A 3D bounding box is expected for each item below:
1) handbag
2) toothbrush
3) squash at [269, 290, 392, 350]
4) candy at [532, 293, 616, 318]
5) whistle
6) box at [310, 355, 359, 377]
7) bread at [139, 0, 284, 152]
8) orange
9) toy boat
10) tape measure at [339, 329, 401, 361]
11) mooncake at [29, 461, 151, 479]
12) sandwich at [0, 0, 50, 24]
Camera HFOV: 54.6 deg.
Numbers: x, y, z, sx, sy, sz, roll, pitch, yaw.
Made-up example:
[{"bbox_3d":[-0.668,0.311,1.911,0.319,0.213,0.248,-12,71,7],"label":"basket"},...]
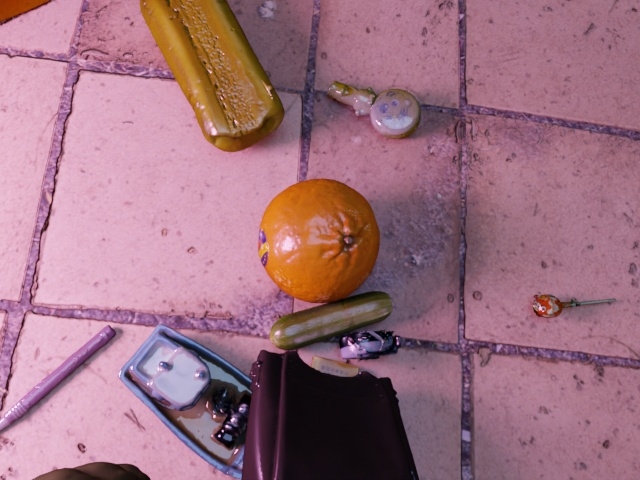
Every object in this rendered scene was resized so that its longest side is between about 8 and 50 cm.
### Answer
[{"bbox_3d":[0.015,0.305,0.946,0.285,0.113,0.257,17,51,-28],"label":"handbag"},{"bbox_3d":[-0.479,0.265,1.008,0.354,0.029,0.024,-43,95,-19],"label":"toothbrush"},{"bbox_3d":[0.019,0.141,1.102,0.228,0.066,0.066,-15,74,-13],"label":"squash"},{"bbox_3d":[0.491,0.121,1.190,0.184,0.049,0.055,-4,28,-16],"label":"candy"},{"bbox_3d":[0.109,-0.273,1.269,0.198,0.057,0.104,21,75,8],"label":"whistle"},{"bbox_3d":[0.010,0.286,1.074,0.089,0.022,0.156,13,70,-2],"label":"box"},{"bbox_3d":[-0.212,-0.346,1.213,0.166,0.112,0.384,-25,77,-13],"label":"bread"},{"bbox_3d":[-0.001,-0.001,1.089,0.219,0.193,0.219,11,61,-21],"label":"orange"},{"bbox_3d":[-0.165,0.271,0.996,0.331,0.133,0.145,37,69,5],"label":"toy boat"},{"bbox_3d":[0.080,0.183,1.087,0.094,0.091,0.054,0,77,-27],"label":"tape measure"},{"bbox_3d":[-0.376,0.426,0.798,0.356,0.356,0.194,-18,71,-14],"label":"mooncake"},{"bbox_3d":[-0.632,-0.489,1.177,0.193,0.162,0.058,-31,75,-18],"label":"sandwich"}]
